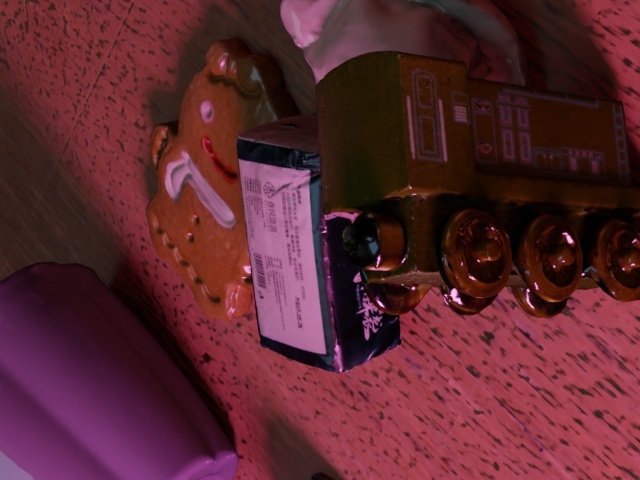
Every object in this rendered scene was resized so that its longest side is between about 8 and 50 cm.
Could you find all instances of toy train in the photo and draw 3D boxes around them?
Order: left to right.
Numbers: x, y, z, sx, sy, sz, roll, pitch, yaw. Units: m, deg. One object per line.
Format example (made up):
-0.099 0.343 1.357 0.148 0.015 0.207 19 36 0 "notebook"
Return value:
0.103 -0.028 0.773 0.090 0.225 0.137 -15 76 50 "toy train"

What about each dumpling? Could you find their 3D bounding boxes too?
0.063 -0.104 0.870 0.199 0.118 0.136 47 122 -4 "dumpling"

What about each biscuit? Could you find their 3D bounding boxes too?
-0.080 -0.046 1.120 0.184 0.035 0.249 52 137 22 "biscuit"

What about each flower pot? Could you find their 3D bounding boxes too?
-0.215 0.188 1.234 0.243 0.265 0.265 36 131 18 "flower pot"

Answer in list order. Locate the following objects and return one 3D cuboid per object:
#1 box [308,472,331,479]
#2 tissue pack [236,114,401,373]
-0.006 0.249 1.127 0.060 0.063 0.084 21 121 43 "box"
0.000 -0.001 0.997 0.103 0.090 0.170 14 117 47 "tissue pack"
